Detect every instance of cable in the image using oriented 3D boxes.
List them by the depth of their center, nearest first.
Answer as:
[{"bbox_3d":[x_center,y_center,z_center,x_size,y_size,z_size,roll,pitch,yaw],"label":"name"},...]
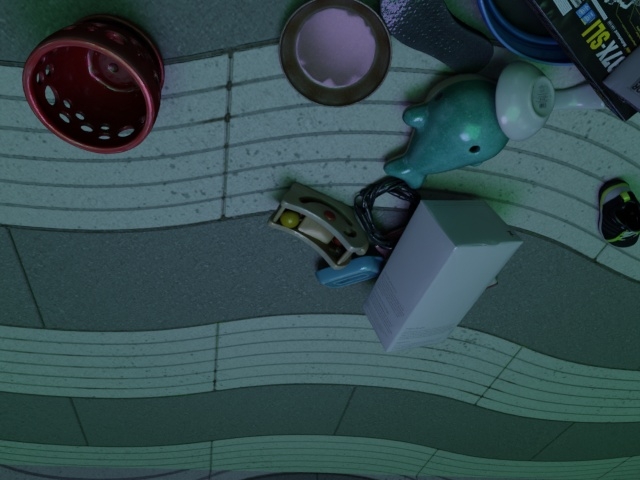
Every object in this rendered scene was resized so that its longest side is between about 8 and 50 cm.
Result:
[{"bbox_3d":[0.171,-0.058,1.032,0.151,0.047,0.184,-29,111,7],"label":"cable"}]

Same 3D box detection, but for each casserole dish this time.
[{"bbox_3d":[0.076,0.085,1.130,0.189,0.036,0.114,-19,158,25],"label":"casserole dish"}]

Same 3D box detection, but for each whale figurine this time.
[{"bbox_3d":[0.248,-0.188,0.866,0.217,0.141,0.272,25,132,-28],"label":"whale figurine"}]

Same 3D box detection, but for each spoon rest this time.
[{"bbox_3d":[0.408,-0.256,0.805,0.277,0.084,0.137,-12,102,-29],"label":"spoon rest"}]

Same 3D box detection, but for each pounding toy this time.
[{"bbox_3d":[0.000,0.000,1.012,0.270,0.154,0.154,23,126,-21],"label":"pounding toy"}]

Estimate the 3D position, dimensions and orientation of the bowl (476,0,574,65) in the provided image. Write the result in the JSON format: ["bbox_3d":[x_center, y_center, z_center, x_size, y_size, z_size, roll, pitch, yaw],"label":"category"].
[{"bbox_3d":[0.421,-0.473,0.666,0.392,0.077,0.390,-2,132,-2],"label":"bowl"}]

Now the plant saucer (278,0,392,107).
[{"bbox_3d":[0.027,-0.333,0.781,0.199,0.036,0.198,4,136,4],"label":"plant saucer"}]

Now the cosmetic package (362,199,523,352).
[{"bbox_3d":[0.267,0.090,1.031,0.197,0.155,0.365,-1,133,-27],"label":"cosmetic package"}]

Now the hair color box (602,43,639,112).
[{"bbox_3d":[0.598,-0.298,0.558,0.114,0.185,0.374,22,127,-23],"label":"hair color box"}]

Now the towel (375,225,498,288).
[{"bbox_3d":[0.313,0.057,1.161,0.237,0.037,0.329,-24,129,17],"label":"towel"}]

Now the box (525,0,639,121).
[{"bbox_3d":[0.491,-0.374,0.657,0.322,0.079,0.257,31,125,-27],"label":"box"}]

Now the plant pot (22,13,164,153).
[{"bbox_3d":[-0.358,-0.268,0.738,0.192,0.174,0.191,-1,131,-2],"label":"plant pot"}]

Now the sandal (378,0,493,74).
[{"bbox_3d":[0.195,-0.373,0.767,0.255,0.054,0.097,22,135,-33],"label":"sandal"}]

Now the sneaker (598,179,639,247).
[{"bbox_3d":[0.724,-0.041,1.055,0.084,0.097,0.234,-28,128,20],"label":"sneaker"}]
